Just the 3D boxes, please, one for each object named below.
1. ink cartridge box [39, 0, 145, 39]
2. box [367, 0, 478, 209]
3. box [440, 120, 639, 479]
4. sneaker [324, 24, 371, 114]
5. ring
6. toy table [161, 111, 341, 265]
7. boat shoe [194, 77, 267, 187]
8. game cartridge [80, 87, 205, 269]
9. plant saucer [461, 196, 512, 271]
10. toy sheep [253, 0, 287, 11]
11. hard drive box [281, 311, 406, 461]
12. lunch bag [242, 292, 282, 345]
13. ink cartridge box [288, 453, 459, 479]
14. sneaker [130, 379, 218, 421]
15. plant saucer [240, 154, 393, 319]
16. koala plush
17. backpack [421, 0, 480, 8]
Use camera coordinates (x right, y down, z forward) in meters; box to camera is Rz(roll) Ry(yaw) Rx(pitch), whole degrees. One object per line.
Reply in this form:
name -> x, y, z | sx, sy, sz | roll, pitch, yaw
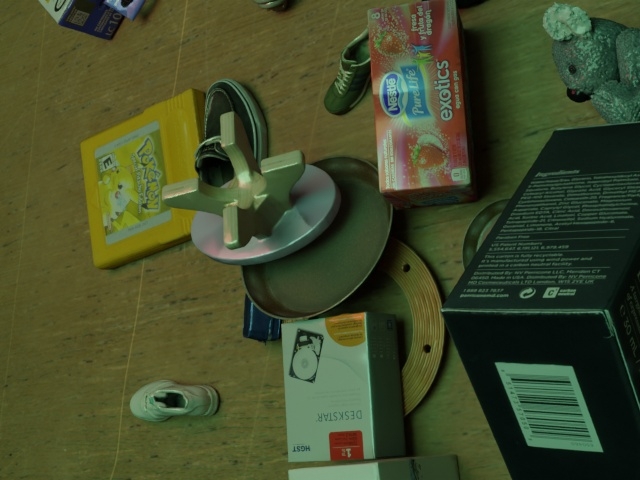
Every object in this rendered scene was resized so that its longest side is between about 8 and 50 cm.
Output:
ink cartridge box -> -0.495, -0.610, 2.379 | 0.395, 0.151, 0.270 | 48, 113, 33
box -> 0.163, -0.211, 1.794 | 0.142, 0.154, 0.300 | -6, 81, 12
box -> 0.360, 0.076, 1.422 | 0.212, 0.395, 0.293 | -3, 126, 37
sneaker -> 0.055, -0.300, 1.953 | 0.192, 0.086, 0.064 | -46, 59, 24
ring -> 0.071, 0.152, 1.918 | 0.337, 0.032, 0.336 | -5, 82, 37
toy table -> -0.121, -0.070, 1.897 | 0.274, 0.161, 0.252 | -25, 57, 13
boat shoe -> -0.170, -0.148, 2.086 | 0.121, 0.119, 0.335 | -22, 71, 34
game cartridge -> -0.343, -0.118, 2.260 | 0.324, 0.053, 0.285 | -20, 72, 35
plant saucer -> 0.298, 0.018, 1.761 | 0.168, 0.029, 0.168 | -6, 79, 37
toy sheep -> -0.098, -0.475, 2.078 | 0.091, 0.132, 0.091 | -22, 35, 16
hard drive box -> 0.036, 0.241, 1.857 | 0.181, 0.089, 0.232 | -12, 77, 37
lunch bag -> -0.100, 0.137, 2.023 | 0.067, 0.065, 0.098 | 174, 100, -75
ink cartridge box -> 0.088, 0.422, 1.739 | 0.171, 0.233, 0.168 | -13, 76, 36
sneaker -> -0.298, 0.300, 2.142 | 0.212, 0.094, 0.080 | -10, 79, 37
plant saucer -> 0.000, 0.000, 1.932 | 0.311, 0.050, 0.310 | -19, 54, 28
koala plush -> 0.424, -0.250, 1.612 | 0.221, 0.196, 0.203 | 34, 93, 36
backpack -> 0.226, -0.454, 1.820 | 0.182, 0.152, 0.115 | -42, 55, 40
